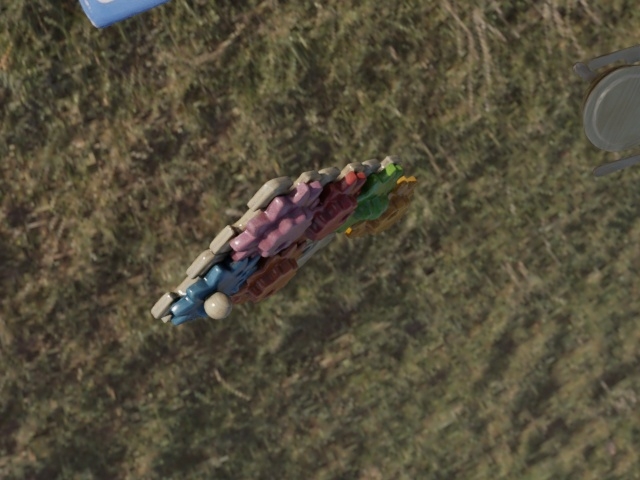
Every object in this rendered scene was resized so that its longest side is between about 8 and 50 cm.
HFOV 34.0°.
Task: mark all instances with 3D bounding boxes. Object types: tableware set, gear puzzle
[{"bbox_3d":[0.331,-0.146,0.988,0.194,0.039,0.128,-17,123,-7],"label":"tableware set"},{"bbox_3d":[0.000,0.000,0.916,0.175,0.044,0.339,-46,167,26],"label":"gear puzzle"}]

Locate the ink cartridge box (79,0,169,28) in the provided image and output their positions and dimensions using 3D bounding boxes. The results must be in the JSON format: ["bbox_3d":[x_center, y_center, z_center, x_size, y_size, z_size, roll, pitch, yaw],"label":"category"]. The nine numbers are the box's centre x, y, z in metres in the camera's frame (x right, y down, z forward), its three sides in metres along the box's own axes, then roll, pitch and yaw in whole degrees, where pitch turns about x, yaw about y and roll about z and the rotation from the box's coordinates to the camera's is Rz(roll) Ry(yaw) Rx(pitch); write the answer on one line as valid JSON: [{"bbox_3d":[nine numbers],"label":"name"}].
[{"bbox_3d":[0.037,-0.286,0.590,0.395,0.270,0.151,-22,115,8],"label":"ink cartridge box"}]
